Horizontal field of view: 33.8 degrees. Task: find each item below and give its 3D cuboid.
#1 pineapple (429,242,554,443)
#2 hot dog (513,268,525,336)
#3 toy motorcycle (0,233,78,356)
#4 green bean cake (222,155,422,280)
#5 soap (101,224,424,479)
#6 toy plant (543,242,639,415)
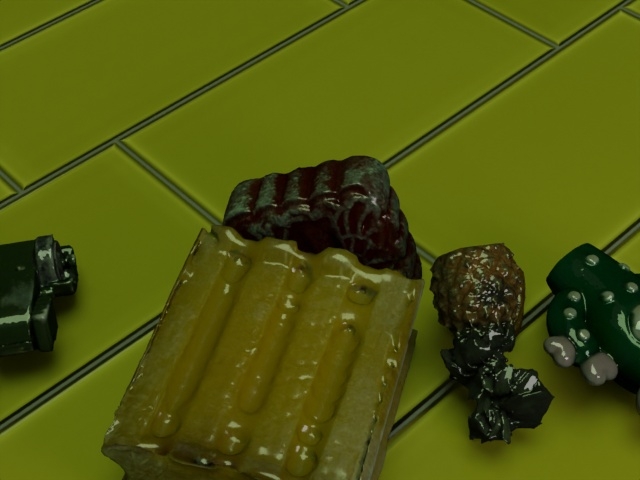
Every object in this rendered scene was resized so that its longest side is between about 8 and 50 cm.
[{"bbox_3d":[0.195,0.123,1.237,0.111,0.119,0.237,-2,71,-14],"label":"pineapple"},{"bbox_3d":[0.214,0.071,1.354,0.099,0.065,0.147,0,48,14],"label":"hot dog"},{"bbox_3d":[-0.405,0.097,1.319,0.205,0.127,0.275,-8,40,-7],"label":"toy motorcycle"},{"bbox_3d":[0.000,0.000,1.385,0.232,0.198,0.097,-9,36,15],"label":"green bean cake"},{"bbox_3d":[-0.054,0.161,1.218,0.293,0.156,0.335,11,48,8],"label":"soap"},{"bbox_3d":[0.379,0.111,1.269,0.243,0.112,0.232,29,45,4],"label":"toy plant"}]
